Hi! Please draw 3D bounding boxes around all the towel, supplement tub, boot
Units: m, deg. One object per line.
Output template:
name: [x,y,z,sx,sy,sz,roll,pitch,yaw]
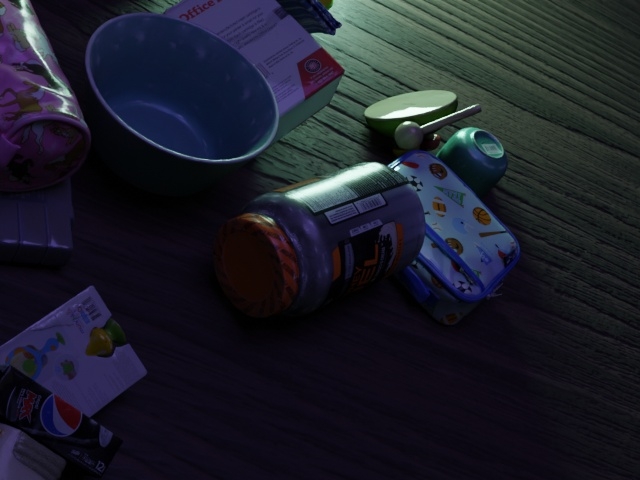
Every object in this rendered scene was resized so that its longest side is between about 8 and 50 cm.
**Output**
towel: [-0.131,-0.491,1.746,0.336,0.243,0.040,40,82,-26]
supplement tub: [0.000,0.000,1.464,0.316,0.193,0.193,-21,68,-43]
boot: [-0.394,0.269,1.020,0.213,0.077,0.165,29,54,-20]

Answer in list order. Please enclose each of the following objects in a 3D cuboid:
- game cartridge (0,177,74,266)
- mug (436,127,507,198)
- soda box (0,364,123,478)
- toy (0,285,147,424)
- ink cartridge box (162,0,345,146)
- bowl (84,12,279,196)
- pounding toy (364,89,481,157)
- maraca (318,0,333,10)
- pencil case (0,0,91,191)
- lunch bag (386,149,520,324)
game cartridge: [-0.473,-0.124,1.344,0.230,0.068,0.355,11,49,-33]
mug: [0.310,-0.170,1.900,0.130,0.097,0.157,29,43,-10]
soda box: [-0.316,0.210,1.101,0.169,0.060,0.053,41,62,-26]
toy: [-0.343,0.175,1.158,0.237,0.056,0.136,-37,104,-32]
ink cartridge box: [-0.127,-0.317,1.672,0.197,0.114,0.273,-39,81,-27]
bowl: [-0.239,-0.190,1.485,0.312,0.163,0.311,20,45,-21]
pounding toy: [0.193,-0.209,1.834,0.183,0.110,0.237,-17,22,-12]
maraca: [-0.044,-0.503,1.940,0.127,0.099,0.186,33,36,11]
pencil case: [-0.449,-0.249,1.313,0.167,0.160,0.386,-18,65,-29]
lunch bag: [0.201,-0.004,1.672,0.303,0.115,0.243,46,44,10]
